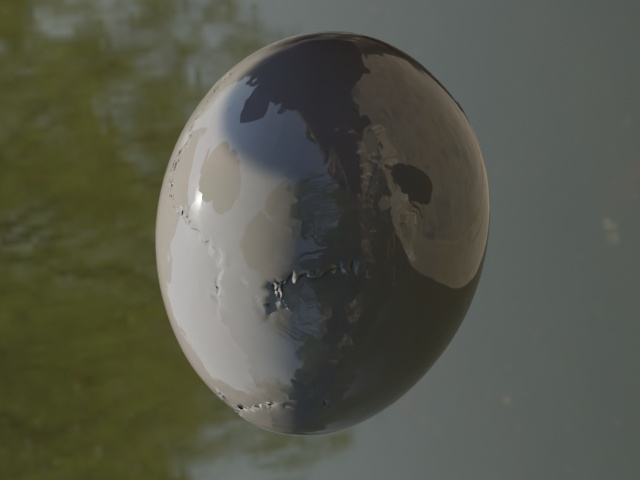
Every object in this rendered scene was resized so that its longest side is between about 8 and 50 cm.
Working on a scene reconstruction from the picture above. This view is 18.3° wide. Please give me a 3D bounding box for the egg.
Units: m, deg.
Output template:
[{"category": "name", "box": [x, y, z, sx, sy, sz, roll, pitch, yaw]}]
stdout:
[{"category": "egg", "box": [0.000, 0.000, 0.879, 0.146, 0.146, 0.199, -122, 31, -49]}]
